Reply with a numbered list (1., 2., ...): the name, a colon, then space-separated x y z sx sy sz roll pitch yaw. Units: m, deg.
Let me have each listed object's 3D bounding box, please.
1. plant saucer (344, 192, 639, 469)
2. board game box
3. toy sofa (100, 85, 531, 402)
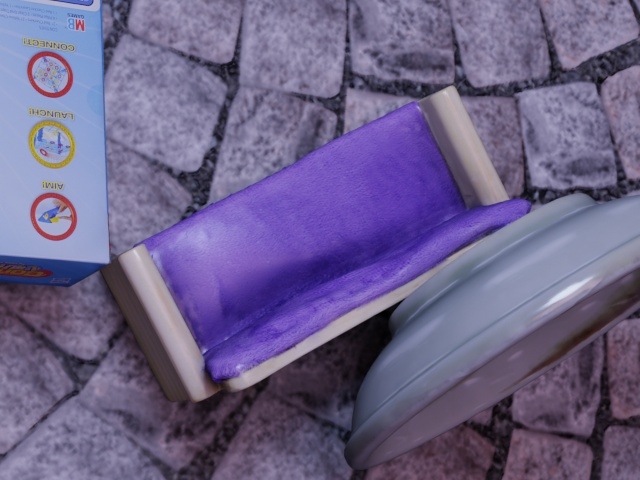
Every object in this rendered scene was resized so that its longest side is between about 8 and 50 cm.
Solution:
1. plant saucer: 0.172 0.057 1.643 0.400 0.400 0.100 -28 77 -22
2. board game box: -0.335 -0.125 1.563 0.308 0.086 0.301 6 72 -30
3. toy sofa: 0.000 0.000 1.684 0.363 0.177 0.150 -28 94 -22
